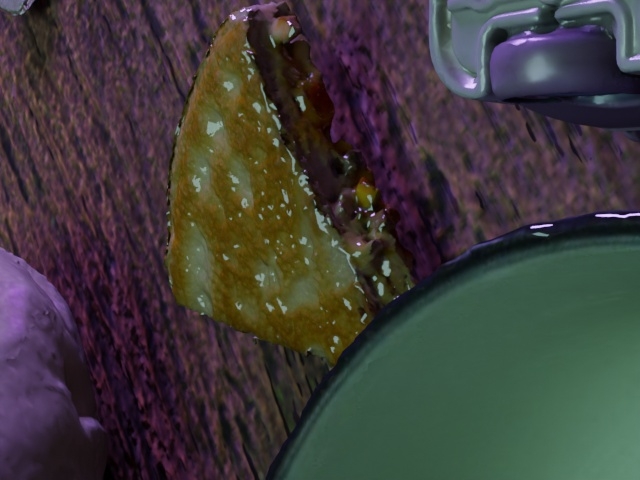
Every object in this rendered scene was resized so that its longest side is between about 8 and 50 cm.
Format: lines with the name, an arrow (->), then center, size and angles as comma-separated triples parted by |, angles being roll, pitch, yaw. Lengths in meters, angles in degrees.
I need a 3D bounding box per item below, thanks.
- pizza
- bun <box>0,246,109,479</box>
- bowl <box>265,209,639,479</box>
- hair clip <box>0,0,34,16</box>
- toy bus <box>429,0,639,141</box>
pizza -> 0.000, 0.000, 0.717 | 0.199, 0.062, 0.188 | 49, 139, 31
bun -> -0.252, 0.176, 0.888 | 0.365, 0.219, 0.365 | -37, 41, 41
bowl -> 0.146, 0.166, 0.436 | 0.354, 0.185, 0.354 | 2, 93, 51
hair clip -> -0.187, -0.214, 0.968 | 0.054, 0.022, 0.137 | 33, 116, 45
toy bus -> 0.140, -0.105, 0.470 | 0.202, 0.142, 0.142 | 1, 92, 50
